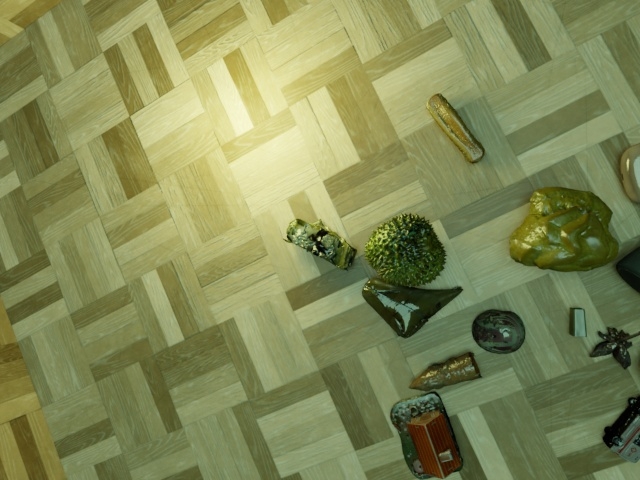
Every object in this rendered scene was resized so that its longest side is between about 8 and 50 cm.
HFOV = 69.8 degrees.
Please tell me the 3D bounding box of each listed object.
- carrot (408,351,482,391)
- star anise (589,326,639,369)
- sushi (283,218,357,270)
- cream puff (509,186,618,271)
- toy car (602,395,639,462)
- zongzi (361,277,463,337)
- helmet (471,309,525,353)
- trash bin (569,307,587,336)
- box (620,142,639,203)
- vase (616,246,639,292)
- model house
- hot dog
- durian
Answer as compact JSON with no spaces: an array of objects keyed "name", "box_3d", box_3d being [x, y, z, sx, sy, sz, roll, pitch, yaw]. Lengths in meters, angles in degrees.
[{"name":"carrot","box_3d":[0.438,0.485,1.643,0.263,0.102,0.102,-26,83,14]},{"name":"star anise","box_3d":[0.993,0.328,1.442,0.218,0.227,0.148,-33,75,1]},{"name":"sushi","box_3d":[0.002,0.000,1.746,0.290,0.131,0.139,27,98,21]},{"name":"cream puff","box_3d":[0.776,-0.035,1.469,0.323,0.274,0.270,1,99,12]},{"name":"toy car","box_3d":[1.023,0.611,1.489,0.108,0.089,0.210,34,100,12]},{"name":"zongzi","box_3d":[0.324,0.180,1.670,0.289,0.123,0.260,-43,76,0]},{"name":"helmet","box_3d":[0.620,0.323,1.589,0.176,0.107,0.153,-3,91,14]},{"name":"trash bin","box_3d":[0.867,0.275,1.547,0.042,0.061,0.092,0,88,15]},{"name":"box","box_3d":[1.059,-0.218,1.486,0.145,0.088,0.200,-11,88,14]},{"name":"vase","box_3d":[1.116,0.026,1.437,0.321,0.173,0.173,-46,79,5]},{"name":"model house","box_3d":[0.372,0.720,1.626,0.206,0.154,0.294,-21,85,12]},{"name":"hot dog","box_3d":[0.488,-0.403,1.652,0.083,0.068,0.289,-39,84,35]},{"name":"durian","box_3d":[0.297,0.027,1.606,0.290,0.225,0.291,1,56,-2]}]
